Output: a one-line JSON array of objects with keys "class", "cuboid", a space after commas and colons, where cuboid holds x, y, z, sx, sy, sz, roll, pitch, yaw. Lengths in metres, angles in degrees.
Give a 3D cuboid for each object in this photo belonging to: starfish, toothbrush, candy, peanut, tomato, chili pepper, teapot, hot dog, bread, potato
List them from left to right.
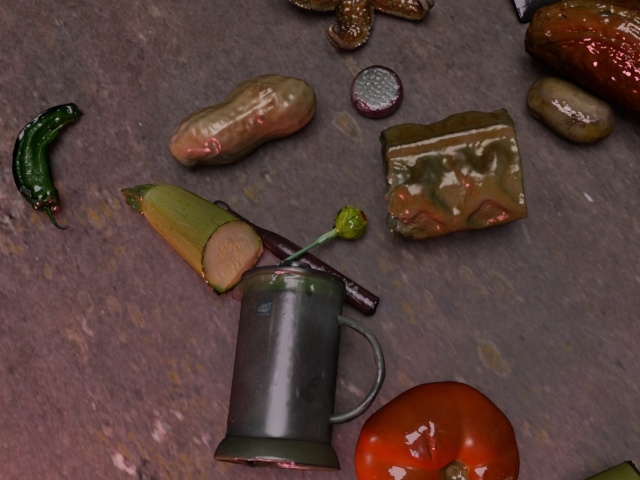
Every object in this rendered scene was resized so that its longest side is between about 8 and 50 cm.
[{"class": "chili pepper", "cuboid": [-0.524, -0.136, 1.500, 0.122, 0.065, 0.279, -7, 69, 7]}, {"class": "peanut", "cuboid": [-0.146, -0.222, 1.460, 0.290, 0.130, 0.130, -28, 73, -5]}, {"class": "toothbrush", "cuboid": [-0.051, 0.026, 1.421, 0.364, 0.041, 0.041, 32, 78, 14]}, {"class": "teapot", "cuboid": [-0.029, 0.199, 1.280, 0.270, 0.200, 0.337, -1, 71, 17]}, {"class": "candy", "cuboid": [0.000, 0.000, 1.398, 0.193, 0.058, 0.062, -29, 56, -17]}, {"class": "starfish", "cuboid": [0.067, -0.526, 1.533, 0.312, 0.113, 0.303, -32, 90, -12]}, {"class": "candy", "cuboid": [0.107, -0.284, 1.498, 0.103, 0.043, 0.103, -1, 73, 4]}, {"class": "tomato", "cuboid": [0.176, 0.333, 1.220, 0.259, 0.180, 0.260, -3, 98, -20]}, {"class": "bread", "cuboid": [0.230, -0.114, 1.363, 0.251, 0.238, 0.196, -5, 113, 8]}, {"class": "potato", "cuboid": [0.455, -0.238, 1.430, 0.170, 0.080, 0.107, 33, 49, 13]}, {"class": "hot dog", "cuboid": [0.557, -0.328, 1.382, 0.387, 0.174, 0.267, 32, 35, 14]}]

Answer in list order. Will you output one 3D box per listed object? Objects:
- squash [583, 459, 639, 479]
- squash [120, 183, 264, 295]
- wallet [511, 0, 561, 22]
[{"class": "squash", "cuboid": [0.393, 0.446, 1.206, 0.247, 0.132, 0.133, -22, 72, -1]}, {"class": "squash", "cuboid": [-0.242, -0.043, 1.416, 0.287, 0.137, 0.137, 40, 80, 17]}, {"class": "wallet", "cuboid": [0.483, -0.520, 1.528, 0.244, 0.025, 0.124, -20, 93, -3]}]
